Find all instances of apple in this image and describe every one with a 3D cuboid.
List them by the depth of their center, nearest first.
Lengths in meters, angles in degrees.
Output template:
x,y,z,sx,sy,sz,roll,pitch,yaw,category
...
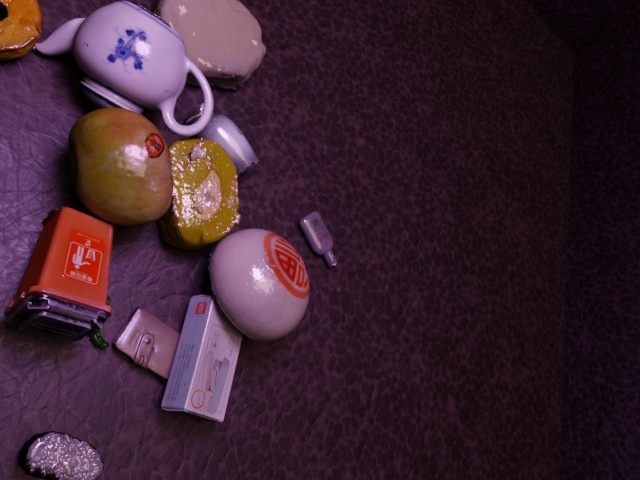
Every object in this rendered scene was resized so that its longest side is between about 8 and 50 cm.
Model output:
x,y,z,sx,sy,sz,roll,pitch,yaw,category
-0.427,-0.151,1.200,0.193,0.260,0.261,-9,82,-30,apple

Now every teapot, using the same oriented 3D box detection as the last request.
x,y,z,sx,sy,sz,roll,pitch,yaw,category
-0.441,-0.379,1.277,0.423,0.252,0.280,29,94,-6,teapot

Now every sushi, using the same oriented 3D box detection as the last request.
x,y,z,sx,sy,sz,roll,pitch,yaw,category
-0.494,0.420,1.076,0.150,0.078,0.091,32,52,-27,sushi

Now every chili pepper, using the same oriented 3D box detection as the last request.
x,y,z,sx,sy,sz,roll,pitch,yaw,category
-0.477,0.171,1.195,0.055,0.035,0.118,2,71,-21,chili pepper

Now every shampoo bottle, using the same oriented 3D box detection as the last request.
x,y,z,sx,sy,sz,roll,pitch,yaw,category
0.000,0.000,1.631,0.080,0.040,0.165,-33,99,-41,shampoo bottle

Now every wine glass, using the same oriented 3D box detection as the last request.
x,y,z,sx,sy,sz,roll,pitch,yaw,category
-0.257,-0.260,1.456,0.204,0.111,0.111,52,51,-11,wine glass

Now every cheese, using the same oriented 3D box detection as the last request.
x,y,z,sx,sy,sz,roll,pitch,yaw,category
-0.303,-0.544,1.508,0.318,0.115,0.327,37,58,-25,cheese

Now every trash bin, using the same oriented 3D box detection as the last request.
x,y,z,sx,sy,sz,roll,pitch,yaw,category
-0.512,0.073,1.122,0.161,0.184,0.239,27,47,-38,trash bin

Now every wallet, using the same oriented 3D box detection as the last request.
x,y,z,sx,sy,sz,roll,pitch,yaw,category
-0.376,0.232,1.257,0.152,0.038,0.118,42,52,-23,wallet

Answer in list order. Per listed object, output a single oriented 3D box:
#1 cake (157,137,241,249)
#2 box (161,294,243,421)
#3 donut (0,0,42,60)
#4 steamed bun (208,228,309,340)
x,y,z,sx,sy,sz,roll,pitch,yaw,category
-0.297,-0.110,1.357,0.179,0.156,0.261,-2,79,-33,cake
-0.262,0.268,1.287,0.135,0.079,0.270,40,52,-47,box
-0.682,-0.466,1.185,0.174,0.074,0.190,-25,84,-25,donut
-0.128,0.092,1.345,0.283,0.177,0.283,49,20,-26,steamed bun
